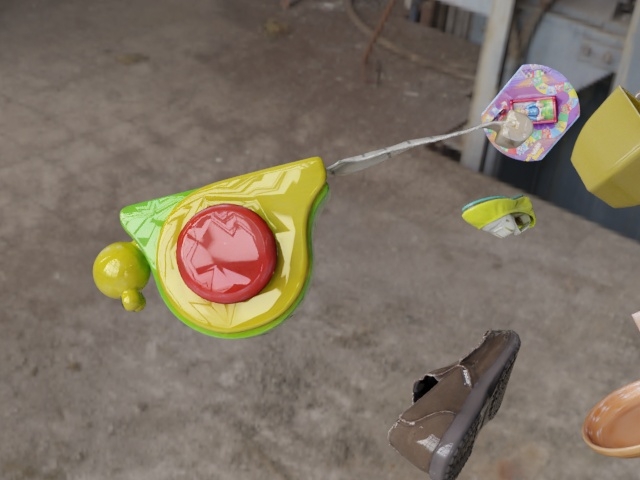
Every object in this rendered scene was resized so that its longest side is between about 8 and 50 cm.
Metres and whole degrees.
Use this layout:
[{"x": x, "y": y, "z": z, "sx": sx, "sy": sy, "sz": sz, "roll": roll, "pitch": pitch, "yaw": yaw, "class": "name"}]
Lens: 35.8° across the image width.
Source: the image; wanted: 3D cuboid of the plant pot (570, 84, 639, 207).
[{"x": 0.290, "y": -0.079, "z": 0.941, "sx": 0.081, "sy": 0.083, "sz": 0.081, "roll": 25, "pitch": 34, "yaw": -35, "class": "plant pot"}]

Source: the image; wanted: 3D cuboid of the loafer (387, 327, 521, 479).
[{"x": 0.214, "y": 0.230, "z": 1.555, "sx": 0.130, "sy": 0.133, "sz": 0.366, "roll": 22, "pitch": 29, "yaw": 19, "class": "loafer"}]

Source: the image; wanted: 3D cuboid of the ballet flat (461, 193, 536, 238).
[{"x": 0.349, "y": -0.044, "z": 1.878, "sx": 0.231, "sy": 0.077, "sz": 0.077, "roll": -8, "pitch": 70, "yaw": -54, "class": "ballet flat"}]

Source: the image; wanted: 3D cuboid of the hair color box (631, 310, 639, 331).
[{"x": 0.515, "y": 0.158, "z": 1.371, "sx": 0.053, "sy": 0.093, "sz": 0.167, "roll": -1, "pitch": 63, "yaw": -56, "class": "hair color box"}]

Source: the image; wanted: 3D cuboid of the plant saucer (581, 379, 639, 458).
[{"x": 0.519, "y": 0.287, "z": 1.586, "sx": 0.200, "sy": 0.037, "sz": 0.200, "roll": -29, "pitch": 12, "yaw": 6, "class": "plant saucer"}]

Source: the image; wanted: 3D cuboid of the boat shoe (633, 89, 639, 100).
[{"x": 0.516, "y": -0.254, "z": 1.240, "sx": 0.096, "sy": 0.324, "sz": 0.116, "roll": 48, "pitch": 31, "yaw": -12, "class": "boat shoe"}]

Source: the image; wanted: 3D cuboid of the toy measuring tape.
[{"x": 0.000, "y": 0.000, "z": 0.710, "sx": 0.330, "sy": 0.121, "sz": 0.121, "roll": -14, "pitch": 35, "yaw": 1, "class": "toy measuring tape"}]

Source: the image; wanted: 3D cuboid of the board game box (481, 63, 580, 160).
[{"x": 0.364, "y": -0.218, "z": 1.715, "sx": 0.133, "sy": 0.168, "sz": 0.033, "roll": 40, "pitch": 19, "yaw": 3, "class": "board game box"}]
